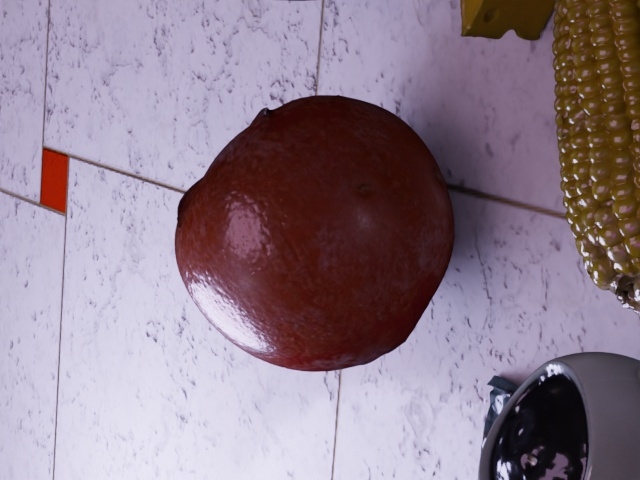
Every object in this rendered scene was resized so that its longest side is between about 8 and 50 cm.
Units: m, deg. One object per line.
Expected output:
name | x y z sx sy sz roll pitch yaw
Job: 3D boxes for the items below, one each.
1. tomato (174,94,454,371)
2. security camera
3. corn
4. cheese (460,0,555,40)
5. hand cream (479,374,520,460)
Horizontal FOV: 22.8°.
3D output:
tomato | 0.000 0.000 1.482 0.265 0.265 0.265 5 97 55
security camera | 0.232 0.197 1.232 0.194 0.194 0.236 -63 39 35
corn | 0.246 -0.110 1.235 0.130 0.130 0.347 -12 83 54
cheese | 0.173 -0.254 1.356 0.126 0.093 0.171 29 115 47
hand cream | 0.164 0.250 1.439 0.075 0.052 0.248 3 94 54
